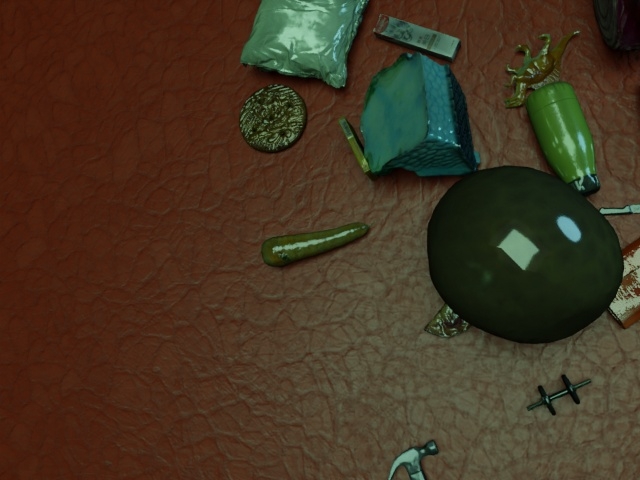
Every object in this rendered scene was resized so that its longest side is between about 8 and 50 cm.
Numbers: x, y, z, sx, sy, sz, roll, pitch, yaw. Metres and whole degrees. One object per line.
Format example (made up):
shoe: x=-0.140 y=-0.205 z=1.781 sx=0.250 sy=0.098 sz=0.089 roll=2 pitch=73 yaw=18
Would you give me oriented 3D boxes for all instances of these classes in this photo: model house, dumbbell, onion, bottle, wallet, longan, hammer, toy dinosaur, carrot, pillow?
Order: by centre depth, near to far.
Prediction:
longan: x=0.415 y=0.024 z=1.398 sx=0.404 sy=0.336 sz=0.405 roll=5 pitch=49 yaw=-6
dumbbell: x=0.511 y=0.331 z=1.447 sx=0.147 sy=0.069 sz=0.069 roll=-27 pitch=74 yaw=8
wallet: x=0.695 y=0.078 z=1.460 sx=0.204 sy=0.045 sz=0.142 roll=-36 pitch=72 yaw=6
onion: x=0.733 y=-0.576 z=1.467 sx=0.260 sy=0.282 sz=0.337 roll=-8 pitch=64 yaw=10
hammer: x=0.244 y=0.602 z=1.482 sx=0.137 sy=0.037 sz=0.290 roll=-25 pitch=74 yaw=9
bottle: x=0.553 y=-0.222 z=1.521 sx=0.112 sy=0.112 sz=0.260 roll=-18 pitch=76 yaw=11
toy dinosaur: x=0.526 y=-0.408 z=1.595 sx=0.212 sy=0.057 sz=0.142 roll=-16 pitch=87 yaw=13
model house: x=0.256 y=-0.276 z=1.596 sx=0.226 sy=0.241 sz=0.261 roll=-34 pitch=52 yaw=51
carrot: x=0.000 y=0.000 z=1.650 sx=0.298 sy=0.078 sz=0.078 roll=-15 pitch=76 yaw=7
pillow: x=-0.028 y=-0.557 z=1.729 sx=0.283 sy=0.138 sz=0.310 roll=18 pitch=86 yaw=9

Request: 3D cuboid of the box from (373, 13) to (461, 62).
box: x=0.242 y=-0.508 z=1.695 sx=0.218 sy=0.039 sz=0.055 roll=23 pitch=88 yaw=18

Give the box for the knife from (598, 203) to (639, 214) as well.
knife: x=0.708 y=-0.070 z=1.504 sx=0.170 sy=0.010 sz=0.023 roll=-2 pitch=85 yaw=13

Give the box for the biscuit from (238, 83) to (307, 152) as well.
biscuit: x=-0.125 y=-0.320 z=1.763 sx=0.187 sy=0.027 sz=0.188 roll=-3 pitch=78 yaw=15

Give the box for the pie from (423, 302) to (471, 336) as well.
pie: x=0.318 y=0.156 z=1.550 sx=0.092 sy=0.034 sz=0.170 roll=31 pitch=88 yaw=22

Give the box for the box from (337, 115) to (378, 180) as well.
box: x=0.093 y=-0.224 z=1.655 sx=0.023 sy=0.087 sz=0.155 roll=-28 pitch=74 yaw=9
